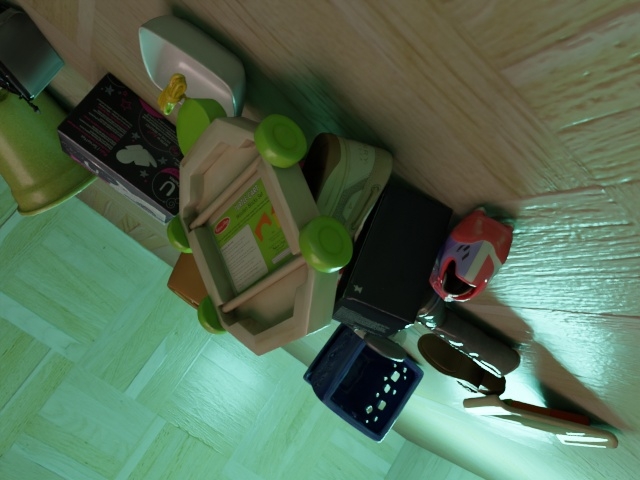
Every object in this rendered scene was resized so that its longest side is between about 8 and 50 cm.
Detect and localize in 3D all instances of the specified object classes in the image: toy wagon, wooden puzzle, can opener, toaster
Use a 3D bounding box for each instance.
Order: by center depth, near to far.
[{"bbox_3d":[-0.098,-0.041,0.626,0.267,0.068,0.345,-33,76,46],"label":"toy wagon"},{"bbox_3d":[-0.595,-0.359,0.972,0.168,0.110,0.186,29,161,19],"label":"toaster"},{"bbox_3d":[0.433,0.359,1.064,0.238,0.044,0.221,18,161,3],"label":"wooden puzzle"},{"bbox_3d":[0.084,0.170,1.179,0.283,0.076,0.095,38,-178,-12],"label":"can opener"}]

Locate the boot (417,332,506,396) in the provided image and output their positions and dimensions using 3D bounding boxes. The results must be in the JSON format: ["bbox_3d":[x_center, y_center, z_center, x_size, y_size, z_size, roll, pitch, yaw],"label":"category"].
[{"bbox_3d":[0.294,0.276,1.113,0.197,0.073,0.152,31,166,21],"label":"boot"}]

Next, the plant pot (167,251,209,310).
[{"bbox_3d":[-0.302,0.106,1.514,0.290,0.204,0.291,31,161,12],"label":"plant pot"}]

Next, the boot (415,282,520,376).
[{"bbox_3d":[0.241,0.156,0.883,0.208,0.076,0.189,40,177,5],"label":"boot"}]

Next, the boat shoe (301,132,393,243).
[{"bbox_3d":[0.000,0.000,0.681,0.098,0.109,0.302,7,132,-21],"label":"boat shoe"}]

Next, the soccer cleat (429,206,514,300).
[{"bbox_3d":[0.174,0.043,0.672,0.083,0.095,0.248,31,162,10],"label":"soccer cleat"}]

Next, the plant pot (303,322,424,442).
[{"bbox_3d":[0.105,0.374,1.462,0.236,0.236,0.212,41,168,-21],"label":"plant pot"}]

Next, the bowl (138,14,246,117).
[{"bbox_3d":[-0.151,-0.211,0.660,0.142,0.053,0.142,35,162,-1],"label":"bowl"}]

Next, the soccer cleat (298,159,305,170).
[{"bbox_3d":[-0.079,-0.066,0.856,0.331,0.116,0.143,-6,-178,43],"label":"soccer cleat"}]

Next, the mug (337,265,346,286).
[{"bbox_3d":[0.006,0.037,0.922,0.169,0.113,0.150,34,-179,-11],"label":"mug"}]

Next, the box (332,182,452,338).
[{"bbox_3d":[0.085,0.035,0.690,0.093,0.156,0.158,23,162,1],"label":"box"}]

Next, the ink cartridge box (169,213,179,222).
[{"bbox_3d":[-0.330,-0.064,1.331,0.175,0.072,0.127,14,153,49],"label":"ink cartridge box"}]

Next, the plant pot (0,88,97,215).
[{"bbox_3d":[-0.697,-0.242,1.272,0.276,0.276,0.254,15,144,46],"label":"plant pot"}]

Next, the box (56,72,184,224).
[{"bbox_3d":[-0.350,-0.160,1.001,0.247,0.142,0.163,40,161,-15],"label":"box"}]
